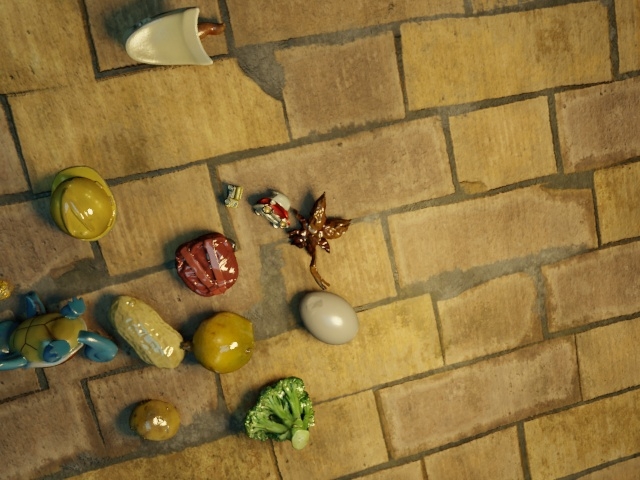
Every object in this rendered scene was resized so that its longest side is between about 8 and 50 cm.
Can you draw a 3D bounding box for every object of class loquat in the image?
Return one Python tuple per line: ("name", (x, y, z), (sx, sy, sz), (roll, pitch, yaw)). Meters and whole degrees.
("loquat", (-0.354, 0.356, 1.567), (0.246, 0.213, 0.213), (-3, 98, -12))

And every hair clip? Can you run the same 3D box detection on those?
("hair clip", (-0.500, -0.636, 1.439), (0.282, 0.113, 0.172), (-11, 124, -1))

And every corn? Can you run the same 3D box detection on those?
("corn", (-1.126, 0.172, 1.481), (0.208, 0.068, 0.068), (-7, 99, -6))

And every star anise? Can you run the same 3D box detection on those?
("star anise", (-0.001, 0.003, 1.605), (0.238, 0.148, 0.345), (0, 88, -7))

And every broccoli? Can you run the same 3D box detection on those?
("broccoli", (-0.133, 0.637, 1.606), (0.269, 0.269, 0.254), (-27, 114, -5))

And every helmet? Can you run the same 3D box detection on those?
("helmet", (-0.791, -0.112, 1.466), (0.205, 0.140, 0.256), (-14, 102, -7))

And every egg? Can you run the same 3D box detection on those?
("egg", (0.027, 0.275, 1.629), (0.232, 0.176, 0.176), (41, 90, -7))

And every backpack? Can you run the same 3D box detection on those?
("backpack", (-0.384, 0.089, 1.555), (0.230, 0.139, 0.229), (-1, 97, -8))

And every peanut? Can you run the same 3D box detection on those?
("peanut", (-0.602, 0.317, 1.551), (0.152, 0.152, 0.313), (-42, 102, -2))

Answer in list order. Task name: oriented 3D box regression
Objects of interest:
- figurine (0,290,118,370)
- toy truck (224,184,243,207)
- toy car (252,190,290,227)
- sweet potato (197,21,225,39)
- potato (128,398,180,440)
("figurine", (-0.894, 0.312, 1.479), (0.417, 0.243, 0.297), (6, 53, -13))
("toy truck", (-0.307, -0.152, 1.582), (0.054, 0.049, 0.083), (13, 94, -12))
("toy car", (-0.155, -0.115, 1.592), (0.139, 0.112, 0.112), (40, 74, -22))
("sweet potato", (-0.414, -0.689, 1.489), (0.203, 0.055, 0.058), (-12, 90, -6))
("potato", (-0.591, 0.641, 1.604), (0.176, 0.137, 0.137), (11, 96, -12))
